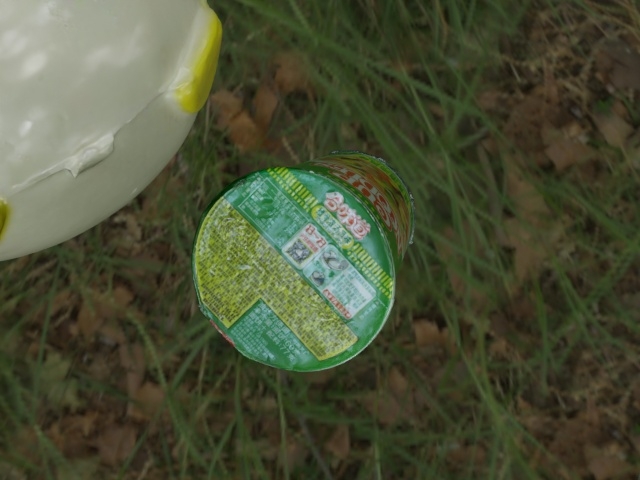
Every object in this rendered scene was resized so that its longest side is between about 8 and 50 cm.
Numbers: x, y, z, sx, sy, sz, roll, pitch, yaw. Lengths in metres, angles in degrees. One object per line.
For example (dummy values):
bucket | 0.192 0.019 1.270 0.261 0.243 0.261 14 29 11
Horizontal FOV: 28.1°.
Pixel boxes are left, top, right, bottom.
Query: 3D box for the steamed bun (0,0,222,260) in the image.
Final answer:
steamed bun | -0.273 -0.145 1.082 0.374 0.334 0.334 -37 109 -16

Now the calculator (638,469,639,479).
calculator | 0.236 0.067 0.626 0.141 0.045 0.246 8 85 23

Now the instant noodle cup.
instant noodle cup | 0.000 0.000 1.312 0.207 0.233 0.207 5 107 15
